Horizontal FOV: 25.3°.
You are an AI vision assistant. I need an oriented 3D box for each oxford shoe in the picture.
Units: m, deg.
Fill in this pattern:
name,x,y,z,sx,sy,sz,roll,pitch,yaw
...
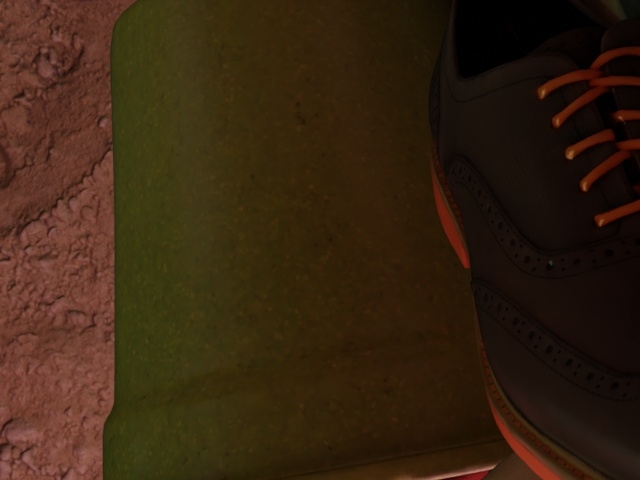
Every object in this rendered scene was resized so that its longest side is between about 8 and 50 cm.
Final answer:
name,x,y,z,sx,sy,sz,roll,pitch,yaw
oxford shoe,0.085,-0.009,0.444,0.271,0.097,0.098,-116,11,-57

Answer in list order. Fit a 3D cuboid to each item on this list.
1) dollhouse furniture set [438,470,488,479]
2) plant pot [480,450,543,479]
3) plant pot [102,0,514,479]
name,x,y,z,sx,sy,sz,roll,pitch,yaw
dollhouse furniture set,0.052,0.129,1.367,0.374,0.152,0.201,75,173,-65
plant pot,0.108,0.112,0.505,0.109,0.096,0.109,22,-138,-65
plant pot,0.000,0.000,0.724,0.276,0.276,0.253,87,172,-81
